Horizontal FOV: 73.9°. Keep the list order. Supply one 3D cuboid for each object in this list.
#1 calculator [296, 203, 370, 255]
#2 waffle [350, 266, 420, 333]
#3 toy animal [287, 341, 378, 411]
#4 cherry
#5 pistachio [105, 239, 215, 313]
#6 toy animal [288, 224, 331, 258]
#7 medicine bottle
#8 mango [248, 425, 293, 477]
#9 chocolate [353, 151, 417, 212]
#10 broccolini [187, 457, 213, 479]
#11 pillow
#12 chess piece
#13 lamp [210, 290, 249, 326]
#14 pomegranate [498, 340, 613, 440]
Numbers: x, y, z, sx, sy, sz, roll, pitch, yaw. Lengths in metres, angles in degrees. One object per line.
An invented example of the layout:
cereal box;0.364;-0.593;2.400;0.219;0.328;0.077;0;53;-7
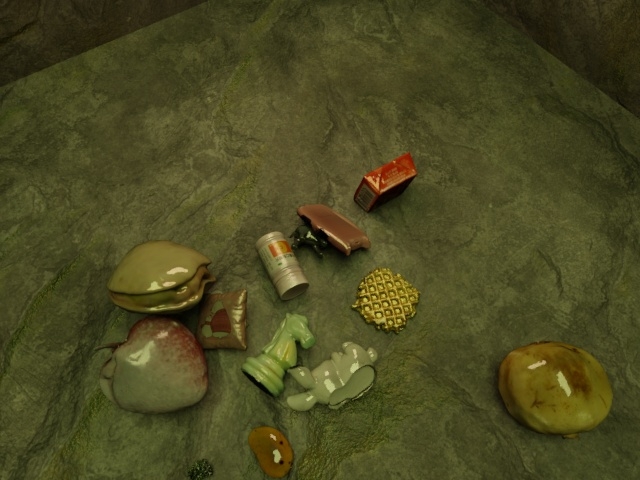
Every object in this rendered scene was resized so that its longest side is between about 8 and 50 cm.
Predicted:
calculator;0.047;-0.063;1.749;0.329;0.048;0.220;39;33;26
waffle;0.258;0.230;1.669;0.254;0.052;0.245;33;69;14
toy animal;0.047;0.472;1.467;0.325;0.209;0.154;-6;17;-25
cherry;-0.555;0.431;1.424;0.326;0.291;0.335;-30;92;-17
pistachio;-0.562;0.139;1.522;0.365;0.445;0.282;-9;103;-22
toy animal;0.003;0.006;1.732;0.269;0.082;0.137;10;31;-8
medicine bottle;-0.155;0.099;1.683;0.133;0.133;0.250;-23;66;-12
mango;-0.161;0.693;1.410;0.115;0.090;0.178;-36;61;-9
chocolate;0.276;-0.238;1.805;0.234;0.237;0.108;-30;78;-16
broccolini;-0.444;0.823;1.359;0.071;0.057;0.254;3;48;50
pillow;-0.364;0.297;1.570;0.236;0.084;0.223;-10;74;26
chess piece;-0.132;0.393;1.522;0.175;0.176;0.298;32;62;14
lamp;-0.358;0.268;1.656;0.050;0.056;0.198;-42;60;-18
pomegranate;0.774;0.494;1.418;0.332;0.333;0.333;0;63;-1
